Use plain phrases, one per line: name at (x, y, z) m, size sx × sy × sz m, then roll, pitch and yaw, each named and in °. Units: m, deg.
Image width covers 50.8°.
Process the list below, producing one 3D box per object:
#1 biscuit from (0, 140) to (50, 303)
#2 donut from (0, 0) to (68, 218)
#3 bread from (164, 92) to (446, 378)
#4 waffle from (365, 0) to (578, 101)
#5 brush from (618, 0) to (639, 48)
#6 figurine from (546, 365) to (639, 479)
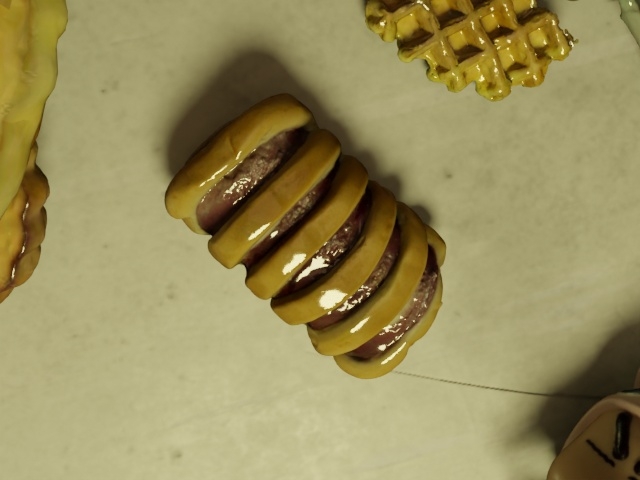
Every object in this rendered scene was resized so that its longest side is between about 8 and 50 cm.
biscuit at (-0.240, -0.035, 0.466) m, size 0.118 × 0.061 × 0.183 m, roll -3°, pitch 103°, yaw 8°
donut at (-0.334, -0.135, 0.330) m, size 0.449 × 0.198 × 0.448 m, roll 0°, pitch 93°, yaw 6°
bread at (0.000, 0.000, 0.506) m, size 0.225 × 0.081 × 0.134 m, roll 41°, pitch 90°, yaw -13°
waffle at (0.113, -0.197, 0.508) m, size 0.192 × 0.046 × 0.160 m, roll 21°, pitch 97°, yaw -14°
brush at (0.238, -0.183, 0.520) m, size 0.071 × 0.084 × 0.301 m, roll -38°, pitch 110°, yaw -3°
figurine at (0.261, 0.253, 0.559) m, size 0.186 × 0.176 × 0.287 m, roll 4°, pitch 116°, yaw -36°
